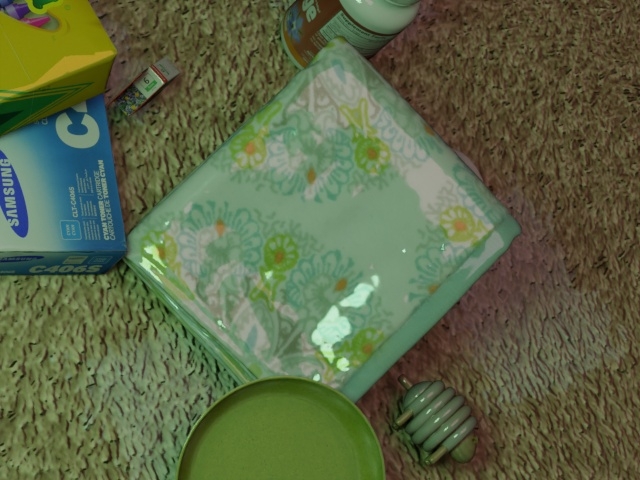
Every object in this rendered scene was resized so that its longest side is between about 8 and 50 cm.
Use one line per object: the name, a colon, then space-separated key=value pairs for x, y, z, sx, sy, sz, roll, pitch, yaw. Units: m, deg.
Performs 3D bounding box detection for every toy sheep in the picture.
toy sheep: x=0.137 y=0.213 z=2.006 sx=0.132 sy=0.091 sz=0.091 roll=49 pitch=52 yaw=3

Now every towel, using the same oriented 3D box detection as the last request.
towel: x=0.000 y=0.000 z=1.922 sx=0.374 sy=0.090 sz=0.320 roll=-44 pitch=95 yaw=-9

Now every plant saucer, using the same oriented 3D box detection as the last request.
plant saucer: x=-0.047 y=0.268 z=1.846 sx=0.241 sy=0.037 sz=0.241 roll=0 pitch=90 yaw=-18

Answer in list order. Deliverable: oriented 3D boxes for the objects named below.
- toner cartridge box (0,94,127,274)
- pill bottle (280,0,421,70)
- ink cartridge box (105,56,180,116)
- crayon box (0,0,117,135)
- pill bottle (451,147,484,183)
toner cartridge box: x=-0.327 y=-0.136 z=1.879 sx=0.165 sy=0.075 sz=0.348 roll=-1 pitch=69 yaw=-30
pill bottle: x=0.049 y=-0.296 z=2.100 sx=0.121 sy=0.216 sz=0.121 roll=14 pitch=61 yaw=-27
ink cartridge box: x=-0.206 y=-0.176 z=1.948 sx=0.029 sy=0.063 sz=0.115 roll=48 pitch=17 yaw=-6
crayon box: x=-0.441 y=-0.269 z=1.783 sx=0.313 sy=0.106 sz=0.363 roll=-26 pitch=77 yaw=-20
pill bottle: x=0.096 y=-0.035 z=2.071 sx=0.208 sy=0.117 sz=0.118 roll=-22 pitch=81 yaw=-37
